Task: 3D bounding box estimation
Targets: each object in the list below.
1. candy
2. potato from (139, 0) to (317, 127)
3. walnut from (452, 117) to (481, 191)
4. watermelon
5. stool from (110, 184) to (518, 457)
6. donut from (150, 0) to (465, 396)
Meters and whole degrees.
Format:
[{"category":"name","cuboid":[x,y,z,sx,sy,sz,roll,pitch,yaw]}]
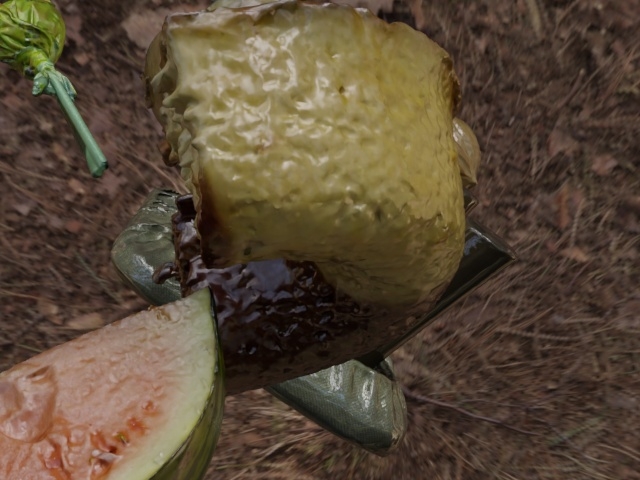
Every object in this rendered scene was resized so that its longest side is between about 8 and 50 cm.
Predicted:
[{"category":"candy","cuboid":[-0.253,-0.145,1.200,0.073,0.077,0.262,-53,47,23]},{"category":"potato","cuboid":[-0.033,-0.086,0.869,0.164,0.200,0.081,-19,67,14]},{"category":"walnut","cuboid":[0.127,-0.108,1.694,0.184,0.155,0.155,23,84,18]},{"category":"watermelon","cuboid":[-0.091,0.095,0.461,0.163,0.069,0.087,-27,43,-10]},{"category":"stool","cuboid":[0.000,0.000,1.168,0.310,0.310,0.226,36,101,-10]},{"category":"donut","cuboid":[-0.004,-0.007,0.523,0.141,0.217,0.085,-11,64,-6]}]
